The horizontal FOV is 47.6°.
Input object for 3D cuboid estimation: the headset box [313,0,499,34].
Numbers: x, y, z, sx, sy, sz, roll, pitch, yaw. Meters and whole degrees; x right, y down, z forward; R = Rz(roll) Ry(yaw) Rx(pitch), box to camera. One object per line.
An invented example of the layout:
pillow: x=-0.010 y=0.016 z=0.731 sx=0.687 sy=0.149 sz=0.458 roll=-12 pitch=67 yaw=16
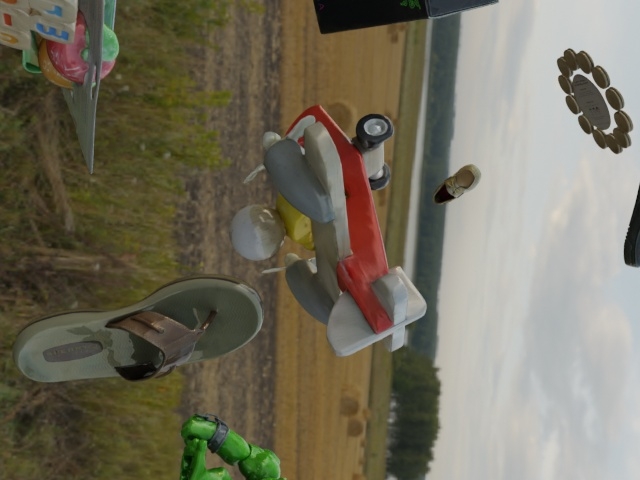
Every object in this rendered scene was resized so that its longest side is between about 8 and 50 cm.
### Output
headset box: x=0.102 y=-0.426 z=1.001 sx=0.283 sy=0.131 sz=0.246 roll=18 pitch=-56 yaw=56

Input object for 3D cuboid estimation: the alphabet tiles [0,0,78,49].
alphabet tiles: x=-0.448 y=-0.318 z=0.901 sx=0.278 sy=0.284 sz=0.021 roll=157 pitch=-56 yaw=-69

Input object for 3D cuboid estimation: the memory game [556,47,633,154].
memory game: x=0.424 y=-0.216 z=1.129 sx=0.186 sy=0.012 sz=0.186 roll=60 pitch=1 yaw=-2

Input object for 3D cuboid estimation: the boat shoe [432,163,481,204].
boat shoe: x=0.272 y=-0.107 z=1.457 sx=0.045 sy=0.050 sz=0.135 roll=-35 pitch=173 yaw=-31

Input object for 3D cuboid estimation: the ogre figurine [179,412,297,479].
ogre figurine: x=-0.083 y=0.276 z=0.758 sx=0.097 sy=0.118 sz=0.197 roll=-61 pitch=-144 yaw=13

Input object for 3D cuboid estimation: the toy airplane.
toy airplane: x=0.000 y=0.000 z=1.096 sx=0.384 sy=0.272 sz=0.386 roll=-105 pitch=-172 yaw=-76

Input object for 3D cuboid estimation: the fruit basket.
fruit basket: x=-0.404 y=-0.347 z=1.238 sx=0.353 sy=0.165 sz=0.327 roll=55 pitch=-39 yaw=35

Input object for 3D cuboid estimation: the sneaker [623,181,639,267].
sneaker: x=0.376 y=-0.042 z=0.751 sx=0.051 sy=0.089 sz=0.170 roll=-25 pitch=125 yaw=-52

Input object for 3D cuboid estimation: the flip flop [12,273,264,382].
flip flop: x=-0.197 y=0.112 z=0.796 sx=0.080 sy=0.277 sz=0.112 roll=-113 pitch=-165 yaw=-60
